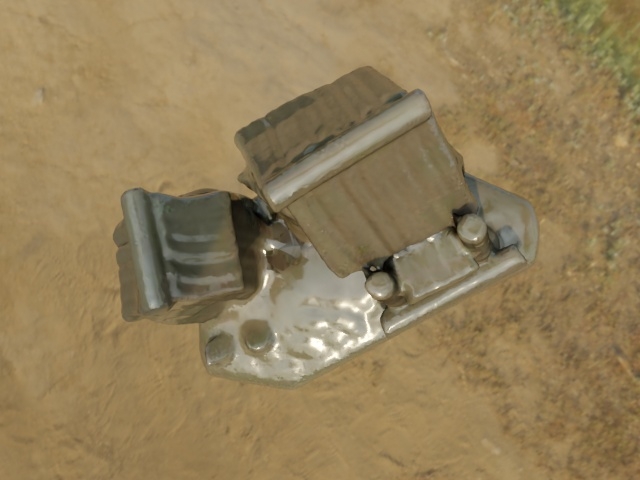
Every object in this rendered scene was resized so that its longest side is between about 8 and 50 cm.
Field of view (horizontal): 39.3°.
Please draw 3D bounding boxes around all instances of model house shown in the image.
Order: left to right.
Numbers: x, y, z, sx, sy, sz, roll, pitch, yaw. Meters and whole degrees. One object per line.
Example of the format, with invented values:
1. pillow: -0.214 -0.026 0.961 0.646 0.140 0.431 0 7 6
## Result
1. model house: -0.001 -0.005 0.487 0.229 0.188 0.122 -25 71 8
